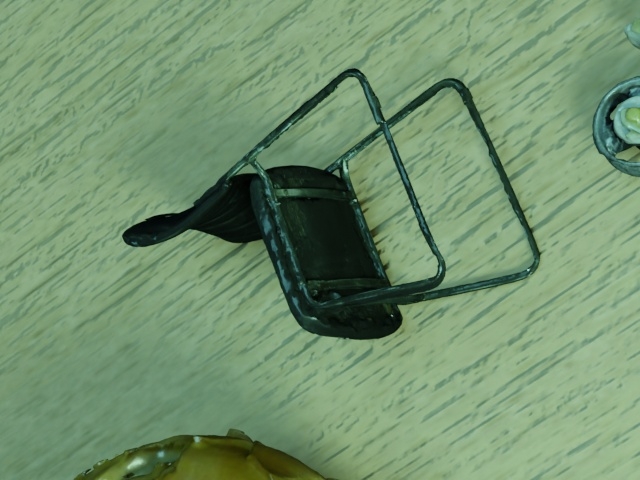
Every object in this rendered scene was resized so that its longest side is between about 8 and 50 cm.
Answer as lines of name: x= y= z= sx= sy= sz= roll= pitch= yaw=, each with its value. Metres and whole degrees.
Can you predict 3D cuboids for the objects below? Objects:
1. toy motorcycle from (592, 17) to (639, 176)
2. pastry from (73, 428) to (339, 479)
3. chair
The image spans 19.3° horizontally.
toy motorcycle: x=0.276 y=-0.080 z=1.122 sx=0.228 sy=0.074 sz=0.151 roll=21 pitch=86 yaw=33
pastry: x=-0.056 y=0.271 z=1.171 sx=0.255 sy=0.162 sz=0.311 roll=2 pitch=89 yaw=19
chair: x=0.000 y=0.000 z=1.223 sx=0.221 sy=0.140 sz=0.145 roll=-28 pitch=76 yaw=29
